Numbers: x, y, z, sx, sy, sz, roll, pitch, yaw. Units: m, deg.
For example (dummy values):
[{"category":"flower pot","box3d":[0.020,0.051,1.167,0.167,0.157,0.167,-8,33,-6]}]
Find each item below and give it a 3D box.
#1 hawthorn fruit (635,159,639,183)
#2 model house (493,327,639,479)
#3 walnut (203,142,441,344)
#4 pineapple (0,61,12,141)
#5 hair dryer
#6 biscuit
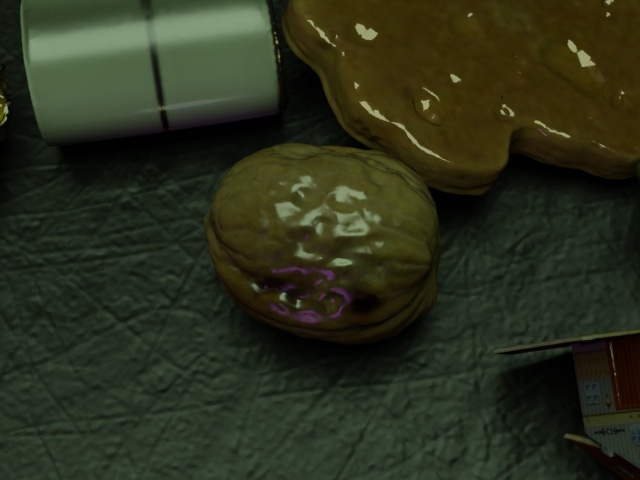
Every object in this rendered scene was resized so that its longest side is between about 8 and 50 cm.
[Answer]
[{"category":"hawthorn fruit","box3d":[0.325,-0.050,1.140,0.188,0.169,0.169,14,66,-11]},{"category":"model house","box3d":[0.241,0.126,1.072,0.207,0.219,0.136,-5,82,-29]},{"category":"walnut","box3d":[0.000,0.000,1.139,0.184,0.155,0.155,9,67,8]},{"category":"pineapple","box3d":[-0.345,-0.092,1.236,0.225,0.076,0.225,-2,68,4]},{"category":"hair dryer","box3d":[-0.149,-0.249,1.286,0.203,0.128,0.362,-9,58,-2]},{"category":"biscuit","box3d":[0.130,-0.180,1.241,0.312,0.057,0.351,-24,70,-22]}]
